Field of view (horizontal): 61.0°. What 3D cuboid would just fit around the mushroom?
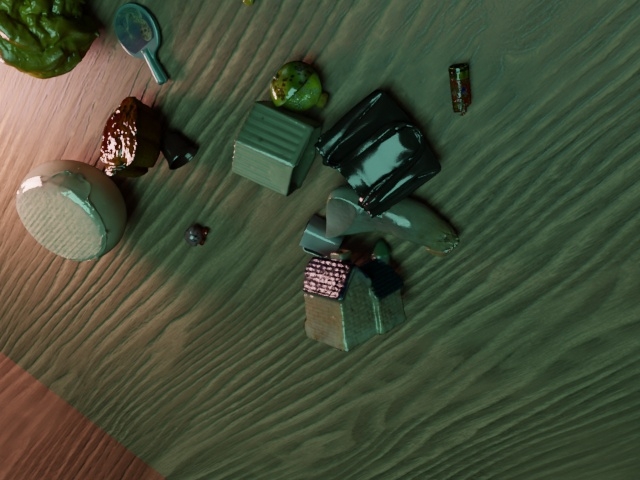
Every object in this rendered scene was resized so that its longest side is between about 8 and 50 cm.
[{"bbox_3d":[0.216,-0.059,1.605,0.397,0.126,0.177,11,127,11],"label":"mushroom"}]

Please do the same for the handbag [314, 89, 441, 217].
[{"bbox_3d":[0.155,-0.229,1.473,0.257,0.113,0.285,-39,106,6],"label":"handbag"}]

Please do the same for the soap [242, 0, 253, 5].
[{"bbox_3d":[-0.188,-0.663,1.424,0.034,0.012,0.089,18,126,9],"label":"soap"}]

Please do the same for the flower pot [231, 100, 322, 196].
[{"bbox_3d":[-0.121,-0.262,1.533,0.189,0.209,0.239,24,142,5],"label":"flower pot"}]

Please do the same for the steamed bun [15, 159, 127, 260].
[{"bbox_3d":[-0.843,-0.119,1.890,0.374,0.241,0.374,8,127,11],"label":"steamed bun"}]

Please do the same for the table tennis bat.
[{"bbox_3d":[-0.520,-0.574,1.598,0.149,0.038,0.237,-12,114,27],"label":"table tennis bat"}]

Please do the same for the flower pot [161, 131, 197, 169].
[{"bbox_3d":[-0.462,-0.293,1.729,0.089,0.111,0.111,51,126,3],"label":"flower pot"}]

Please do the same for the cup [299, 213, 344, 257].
[{"bbox_3d":[0.000,0.000,1.744,0.129,0.095,0.128,25,128,2],"label":"cup"}]

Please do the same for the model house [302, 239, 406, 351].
[{"bbox_3d":[0.104,0.147,1.688,0.243,0.298,0.284,15,119,44],"label":"model house"}]

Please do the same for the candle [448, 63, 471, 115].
[{"bbox_3d":[0.356,-0.380,1.383,0.052,0.052,0.131,0,122,21],"label":"candle"}]

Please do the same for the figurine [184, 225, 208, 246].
[{"bbox_3d":[-0.445,-0.015,1.919,0.067,0.071,0.083,47,131,42],"label":"figurine"}]

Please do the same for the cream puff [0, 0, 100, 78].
[{"bbox_3d":[-0.790,-0.635,1.522,0.257,0.291,0.324,-19,96,6],"label":"cream puff"}]

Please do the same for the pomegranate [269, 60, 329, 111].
[{"bbox_3d":[-0.059,-0.420,1.477,0.143,0.169,0.122,-48,62,43],"label":"pomegranate"}]

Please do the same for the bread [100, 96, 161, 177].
[{"bbox_3d":[-0.594,-0.315,1.682,0.232,0.247,0.135,-18,159,34],"label":"bread"}]
